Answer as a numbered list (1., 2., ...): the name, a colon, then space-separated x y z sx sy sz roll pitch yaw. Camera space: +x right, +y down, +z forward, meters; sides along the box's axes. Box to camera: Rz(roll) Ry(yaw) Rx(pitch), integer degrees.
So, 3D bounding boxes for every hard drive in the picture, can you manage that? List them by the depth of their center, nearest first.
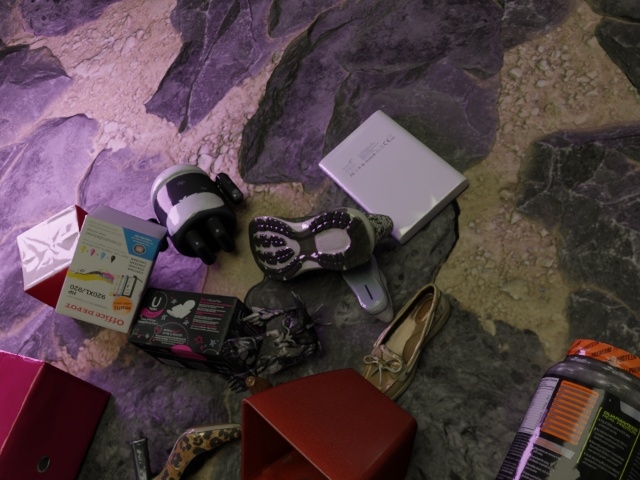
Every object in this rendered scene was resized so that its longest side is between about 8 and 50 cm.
1. hard drive: 0.168 -0.159 1.683 0.210 0.040 0.318 -42 56 -3

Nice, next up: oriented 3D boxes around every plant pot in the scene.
1. plant pot: 0.028 0.398 1.301 0.236 0.267 0.267 -27 47 -36

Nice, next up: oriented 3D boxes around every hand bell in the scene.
1. hand bell: -0.087 0.318 1.412 0.126 0.242 0.126 -10 60 17

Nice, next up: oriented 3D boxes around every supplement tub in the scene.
1. supplement tub: 0.441 0.354 1.193 0.207 0.207 0.338 22 74 31

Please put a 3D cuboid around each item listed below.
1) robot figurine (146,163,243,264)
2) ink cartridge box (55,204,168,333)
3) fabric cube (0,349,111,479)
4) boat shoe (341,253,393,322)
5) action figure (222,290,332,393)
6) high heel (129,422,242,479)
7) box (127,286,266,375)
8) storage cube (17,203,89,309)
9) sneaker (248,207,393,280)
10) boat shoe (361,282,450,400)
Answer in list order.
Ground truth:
1. robot figurine: -0.316 -0.068 1.762 0.278 0.209 0.173 53 135 34
2. ink cartridge box: -0.474 0.063 1.606 0.171 0.168 0.232 19 99 -10
3. fabric cube: -0.692 0.413 1.609 0.259 0.254 0.258 7 65 26
4. boat shoe: 0.104 0.099 1.552 0.083 0.076 0.226 -29 34 12
5. action figure: -0.099 0.211 1.503 0.141 0.276 0.164 -14 96 39
6. high heel: -0.271 0.499 1.510 0.261 0.093 0.186 -13 81 2
7. box: -0.277 0.208 1.598 0.247 0.163 0.142 5 63 26
8. storage cube: -0.634 0.055 1.813 0.215 0.193 0.183 -28 56 8
9. sneaker: 0.000 0.000 1.623 0.410 0.182 0.158 -2 99 43
10. boat shoe: 0.164 0.214 1.454 0.105 0.089 0.285 26 76 31
